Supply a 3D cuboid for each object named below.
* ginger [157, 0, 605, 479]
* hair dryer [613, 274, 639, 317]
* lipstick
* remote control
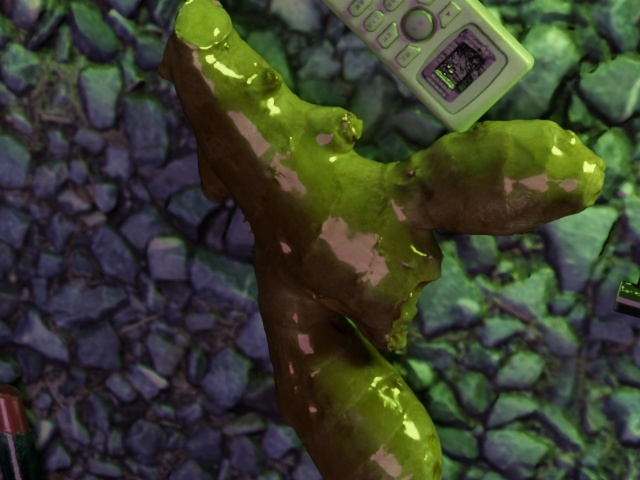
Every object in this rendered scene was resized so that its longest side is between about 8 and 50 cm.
[{"bbox_3d":[0.002,0.006,1.320,0.348,0.122,0.363,31,123,15],"label":"ginger"},{"bbox_3d":[0.260,0.021,1.297,0.047,0.026,0.083,15,102,8],"label":"hair dryer"},{"bbox_3d":[-0.262,0.240,1.494,0.053,0.053,0.234,-8,99,17],"label":"lipstick"},{"bbox_3d":[0.070,-0.175,1.283,0.190,0.029,0.087,46,112,-2],"label":"remote control"}]
